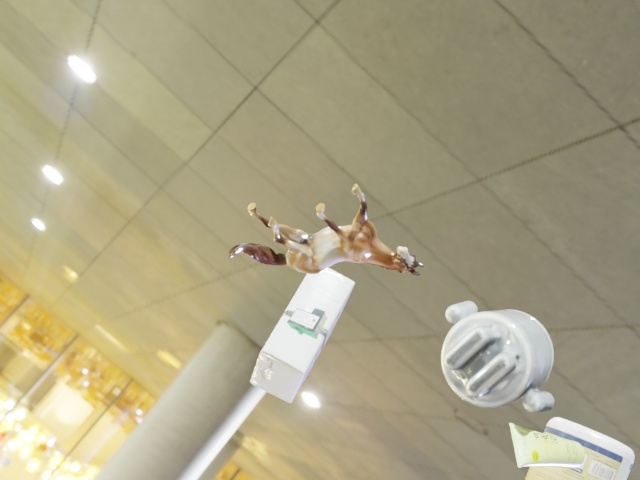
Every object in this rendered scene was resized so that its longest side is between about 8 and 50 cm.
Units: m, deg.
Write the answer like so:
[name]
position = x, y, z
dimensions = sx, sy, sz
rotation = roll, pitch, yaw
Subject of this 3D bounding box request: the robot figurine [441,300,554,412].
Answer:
[robot figurine]
position = 0.388, 0.251, 1.994
dimensions = 0.300, 0.200, 0.353
rotation = 54, -160, 18

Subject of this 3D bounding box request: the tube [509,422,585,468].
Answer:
[tube]
position = 0.482, 0.451, 1.977
dimensions = 0.240, 0.062, 0.070
rotation = 20, -167, -41

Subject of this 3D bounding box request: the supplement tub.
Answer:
[supplement tub]
position = 0.625, 0.628, 2.305
dimensions = 0.228, 0.316, 0.228
rotation = 24, 172, 3

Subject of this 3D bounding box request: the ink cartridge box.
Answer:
[ink cartridge box]
position = -0.034, 0.175, 1.733
dimensions = 0.092, 0.219, 0.160
rotation = 28, 149, 5

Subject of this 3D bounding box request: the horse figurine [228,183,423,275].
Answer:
[horse figurine]
position = 0.000, 0.000, 1.360
dimensions = 0.263, 0.066, 0.174
rotation = -11, 141, 25
